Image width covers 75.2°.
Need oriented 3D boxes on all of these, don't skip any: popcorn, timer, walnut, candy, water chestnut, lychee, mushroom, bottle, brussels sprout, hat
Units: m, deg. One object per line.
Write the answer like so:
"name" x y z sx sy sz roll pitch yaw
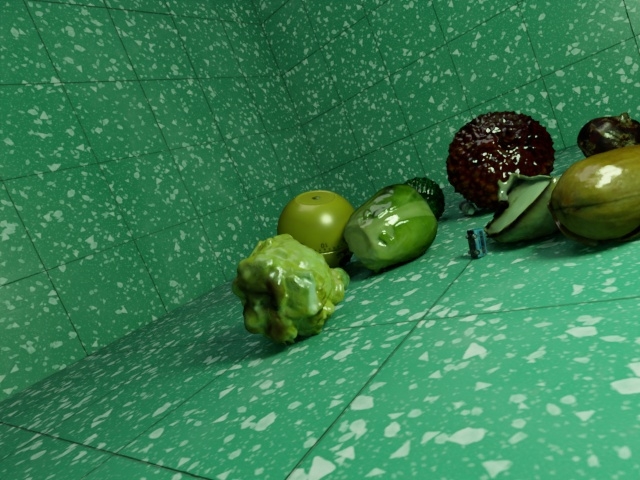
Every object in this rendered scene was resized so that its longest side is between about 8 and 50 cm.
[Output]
"popcorn" -0.100 0.136 1.163 0.313 0.312 0.312 -22 6 2
"timer" 0.000 0.000 1.699 0.377 0.386 0.376 -3 30 2
"walnut" 0.680 -0.113 0.929 0.337 0.208 0.209 -24 6 -9
"candy" 0.076 0.131 1.549 0.093 0.092 0.335 -58 -9 10
"water chestnut" 1.137 -0.379 1.647 0.224 0.223 0.238 -25 -30 -23
"lychee" 0.730 -0.331 1.707 0.425 0.424 0.500 -20 -15 15
"mushroom" 0.609 -0.070 1.201 0.292 0.212 0.217 -111 44 -73
"bottle" 0.667 -0.144 1.877 0.060 0.060 0.217 -20 8 15
"brussels sprout" 0.255 -0.053 1.512 0.315 0.275 0.371 -22 6 37
"hat" 0.452 -0.128 1.953 0.274 0.242 0.332 -44 17 33

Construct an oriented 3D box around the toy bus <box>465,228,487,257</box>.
"toy bus" 0.452 0.008 1.201 0.046 0.083 0.038 -12 3 -14
